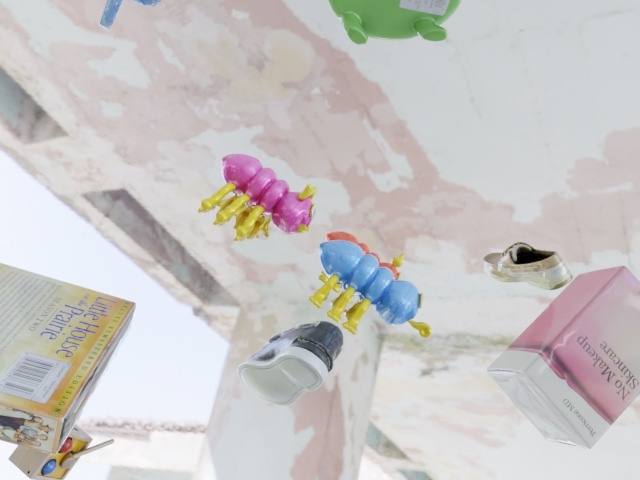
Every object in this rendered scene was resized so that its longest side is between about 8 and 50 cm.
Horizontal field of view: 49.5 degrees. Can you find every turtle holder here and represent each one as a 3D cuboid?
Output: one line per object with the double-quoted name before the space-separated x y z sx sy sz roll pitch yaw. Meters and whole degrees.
"turtle holder" 0.100 -0.495 1.259 0.320 0.227 0.243 -13 -44 11

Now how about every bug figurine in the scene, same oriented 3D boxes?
"bug figurine" 0.000 0.000 0.622 0.216 0.072 0.279 36 3 -1

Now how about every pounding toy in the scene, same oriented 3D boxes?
"pounding toy" -0.526 0.428 1.421 0.100 0.130 0.141 29 -15 24

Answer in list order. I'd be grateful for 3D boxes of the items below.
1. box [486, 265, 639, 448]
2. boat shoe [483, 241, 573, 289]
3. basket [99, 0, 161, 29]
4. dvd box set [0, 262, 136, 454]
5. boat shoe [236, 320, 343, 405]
"box" 0.392 0.170 1.031 0.149 0.232 0.127 49 -15 -1
"boat shoe" 0.249 0.025 0.853 0.135 0.050 0.045 9 -53 60
"basket" -0.412 -0.634 1.530 0.201 0.255 0.289 19 -25 -16
"dvd box set" -0.490 0.111 0.913 0.420 0.308 0.062 17 -69 -6
"boat shoe" -0.051 0.212 1.200 0.114 0.091 0.302 46 -32 -11
